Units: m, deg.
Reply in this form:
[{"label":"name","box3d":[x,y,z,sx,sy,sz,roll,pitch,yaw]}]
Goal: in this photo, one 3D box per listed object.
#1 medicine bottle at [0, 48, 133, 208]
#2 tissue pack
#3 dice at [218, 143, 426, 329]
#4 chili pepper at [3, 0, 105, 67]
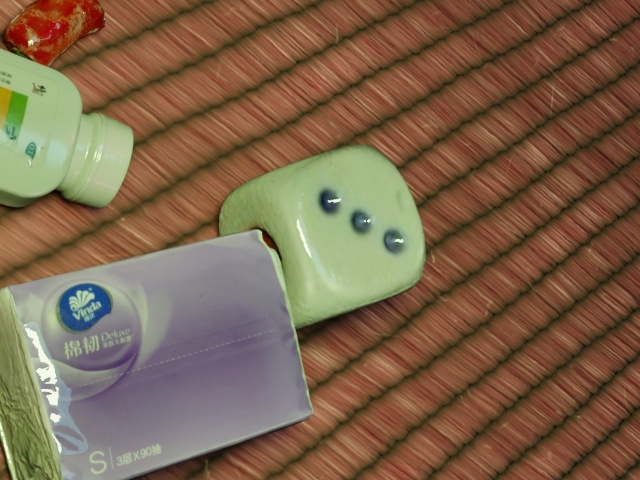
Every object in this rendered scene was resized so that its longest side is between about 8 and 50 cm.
[{"label":"medicine bottle","box3d":[-0.363,-0.129,1.529,0.296,0.111,0.161,22,68,-28]},{"label":"tissue pack","box3d":[-0.192,0.136,1.539,0.338,0.160,0.242,-15,86,-35]},{"label":"dice","box3d":[0.000,0.000,1.684,0.191,0.194,0.193,-16,85,-36]},{"label":"chili pepper","box3d":[-0.316,-0.251,1.619,0.123,0.070,0.073,-47,121,-35]}]
